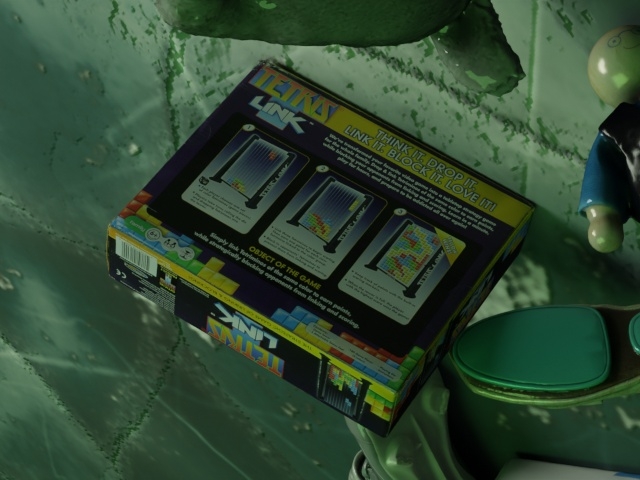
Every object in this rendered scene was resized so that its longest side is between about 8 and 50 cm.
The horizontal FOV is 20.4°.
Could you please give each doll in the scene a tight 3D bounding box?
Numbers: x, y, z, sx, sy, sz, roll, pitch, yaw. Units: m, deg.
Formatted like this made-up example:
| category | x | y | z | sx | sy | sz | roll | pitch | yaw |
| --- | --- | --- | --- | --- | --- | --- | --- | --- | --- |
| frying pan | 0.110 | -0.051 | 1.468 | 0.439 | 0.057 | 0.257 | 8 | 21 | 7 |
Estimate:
| category | x | y | z | sx | sy | sz | roll | pitch | yaw |
| --- | --- | --- | --- | --- | --- | --- | --- | --- | --- |
| doll | 0.170 | -0.028 | 0.730 | 0.189 | 0.129 | 0.046 | 55 | 175 | 43 |

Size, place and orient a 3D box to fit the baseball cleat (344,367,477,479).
| category | x | y | z | sx | sy | sz | roll | pitch | yaw |
| --- | --- | --- | --- | --- | --- | --- | --- | --- | --- |
| baseball cleat | 0.042 | 0.128 | 1.084 | 0.109 | 0.072 | 0.206 | 8 | 132 | 49 |

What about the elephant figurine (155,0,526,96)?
| category | x | y | z | sx | sy | sz | roll | pitch | yaw |
| --- | --- | --- | --- | --- | --- | --- | --- | --- | --- |
| elephant figurine | 0.012 | -0.186 | 0.665 | 0.239 | 0.186 | 0.169 | 120 | 139 | -52 |

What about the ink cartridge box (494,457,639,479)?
| category | x | y | z | sx | sy | sz | roll | pitch | yaw |
| --- | --- | --- | --- | --- | --- | --- | --- | --- | --- |
| ink cartridge box | 0.179 | 0.271 | 1.023 | 0.171 | 0.168 | 0.233 | 1 | 131 | 43 |

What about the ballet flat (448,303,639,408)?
| category | x | y | z | sx | sy | sz | roll | pitch | yaw |
| --- | --- | --- | --- | --- | --- | --- | --- | --- | --- |
| ballet flat | 0.148 | 0.059 | 0.863 | 0.168 | 0.057 | 0.052 | -8 | 142 | 16 |

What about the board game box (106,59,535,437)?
| category | x | y | z | sx | sy | sz | roll | pitch | yaw |
| --- | --- | --- | --- | --- | --- | --- | --- | --- | --- |
| board game box | 0.000 | 0.000 | 0.908 | 0.170 | 0.141 | 0.048 | 30 | 145 | 15 |
